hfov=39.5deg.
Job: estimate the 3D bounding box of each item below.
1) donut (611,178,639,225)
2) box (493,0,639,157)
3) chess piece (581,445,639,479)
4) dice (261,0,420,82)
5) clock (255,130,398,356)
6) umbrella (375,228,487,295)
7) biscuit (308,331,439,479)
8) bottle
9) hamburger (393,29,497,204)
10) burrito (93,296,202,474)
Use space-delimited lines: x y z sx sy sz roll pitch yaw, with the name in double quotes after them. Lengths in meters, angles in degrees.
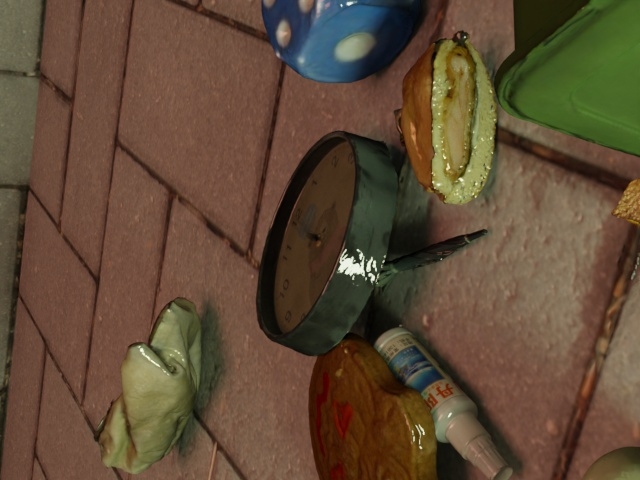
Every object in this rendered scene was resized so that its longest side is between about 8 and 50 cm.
0.283 -0.022 0.716 0.083 0.067 0.038 -84 17 -85 "donut"
0.287 -0.194 0.554 0.328 0.252 0.178 -35 48 52 "box"
0.236 0.286 0.739 0.133 0.133 0.243 39 117 51 "chess piece"
0.021 -0.282 1.052 0.146 0.143 0.146 -46 52 48 "dice"
0.000 0.000 1.087 0.280 0.055 0.281 -50 30 44 "clock"
0.096 0.032 1.031 0.044 0.044 0.269 57 147 -5 "umbrella"
0.052 0.252 1.040 0.257 0.049 0.273 41 139 52 "biscuit"
0.132 0.177 0.959 0.217 0.060 0.060 47 128 46 "bottle"
0.130 -0.127 0.945 0.102 0.087 0.176 -171 76 -69 "hamburger"
-0.278 0.253 1.530 0.135 0.190 0.332 36 131 10 "burrito"
